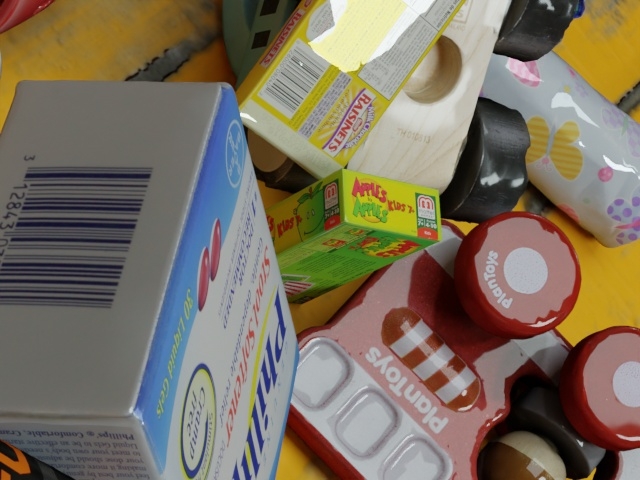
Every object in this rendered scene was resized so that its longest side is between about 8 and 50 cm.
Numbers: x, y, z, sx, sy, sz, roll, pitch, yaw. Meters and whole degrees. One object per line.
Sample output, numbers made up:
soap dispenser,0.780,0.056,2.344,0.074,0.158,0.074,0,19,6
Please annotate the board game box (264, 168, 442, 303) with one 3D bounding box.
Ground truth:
board game box,0.000,0.000,1.388,0.092,0.181,0.043,10,67,-35

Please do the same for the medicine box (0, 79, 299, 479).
medicine box,-0.123,0.087,1.150,0.289,0.149,0.263,76,19,-48

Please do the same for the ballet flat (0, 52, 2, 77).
ballet flat,-0.327,-0.156,1.219,0.182,0.164,0.483,-30,83,-25

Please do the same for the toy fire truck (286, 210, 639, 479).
toy fire truck,0.127,0.138,1.450,0.302,0.169,0.254,47,69,-6

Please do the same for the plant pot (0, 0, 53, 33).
plant pot,-0.247,-0.259,1.349,0.191,0.191,0.174,51,36,-2

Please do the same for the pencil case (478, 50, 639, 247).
pencil case,0.215,-0.112,1.688,0.273,0.113,0.124,40,26,-13

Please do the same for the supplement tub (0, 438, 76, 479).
supplement tub,-0.228,0.184,0.919,0.338,0.207,0.207,33,48,-25

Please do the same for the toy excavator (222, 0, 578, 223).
toy excavator,0.014,-0.272,1.549,0.222,0.433,0.445,7,16,-32

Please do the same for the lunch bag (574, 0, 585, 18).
lunch bag,0.196,-0.298,1.802,0.151,0.096,0.129,7,55,-2

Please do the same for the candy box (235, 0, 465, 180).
candy box,0.028,-0.150,1.320,0.105,0.206,0.027,35,2,-36
